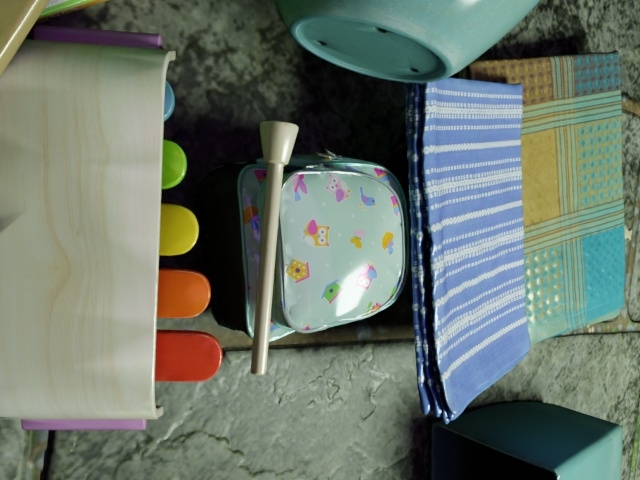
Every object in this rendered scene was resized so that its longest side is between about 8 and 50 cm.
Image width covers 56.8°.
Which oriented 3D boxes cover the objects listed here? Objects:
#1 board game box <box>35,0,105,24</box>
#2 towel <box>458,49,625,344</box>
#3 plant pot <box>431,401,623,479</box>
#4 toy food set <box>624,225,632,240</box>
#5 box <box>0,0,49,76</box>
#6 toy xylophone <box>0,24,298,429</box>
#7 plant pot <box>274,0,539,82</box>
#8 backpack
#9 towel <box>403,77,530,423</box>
[{"bbox_3d":[-0.160,-0.268,0.473,0.259,0.039,0.124,-31,112,-23],"label":"board game box"},{"bbox_3d":[0.300,-0.052,0.781,0.271,0.040,0.370,-12,101,-25],"label":"towel"},{"bbox_3d":[0.280,0.301,0.757,0.234,0.165,0.165,-8,100,-40],"label":"plant pot"},{"bbox_3d":[0.420,0.004,0.888,0.122,0.019,0.078,17,86,-33],"label":"toy food set"},{"bbox_3d":[-0.273,-0.155,0.371,0.164,0.021,0.201,30,85,-6],"label":"box"},{"bbox_3d":[-0.145,0.000,0.444,0.236,0.081,0.322,11,91,-8],"label":"toy xylophone"},{"bbox_3d":[0.063,-0.239,0.459,0.290,0.290,0.195,15,91,-33],"label":"plant pot"},{"bbox_3d":[0.000,0.000,0.547,0.188,0.144,0.165,-10,98,-40],"label":"backpack"},{"bbox_3d":[0.173,-0.003,0.634,0.243,0.040,0.336,-13,103,-48],"label":"towel"}]
